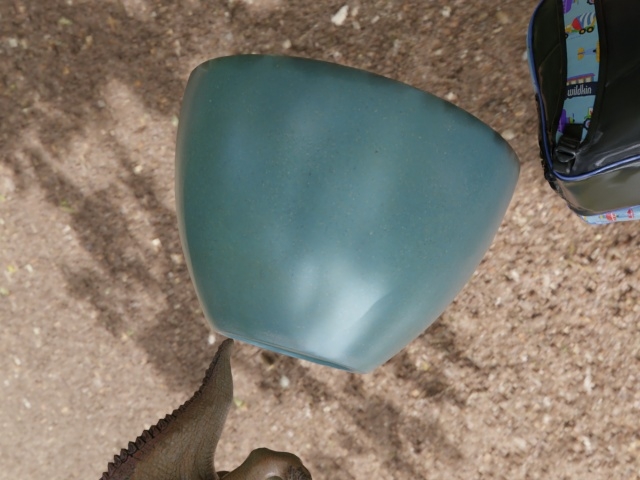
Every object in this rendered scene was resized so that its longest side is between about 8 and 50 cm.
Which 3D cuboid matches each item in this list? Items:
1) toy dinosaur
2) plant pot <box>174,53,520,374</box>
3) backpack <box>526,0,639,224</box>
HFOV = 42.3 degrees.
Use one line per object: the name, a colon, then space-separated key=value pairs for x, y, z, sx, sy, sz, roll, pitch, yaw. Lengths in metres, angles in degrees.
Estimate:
toy dinosaur: x=-0.115 y=0.217 z=0.552 sx=0.127 sy=0.200 sz=0.295 roll=-166 pitch=79 yaw=-81
plant pot: x=0.000 y=0.000 z=0.693 sx=0.290 sy=0.290 sz=0.195 roll=9 pitch=78 yaw=36
backpack: x=0.231 y=-0.115 z=0.596 sx=0.158 sy=0.117 sz=0.173 roll=-15 pitch=61 yaw=22
